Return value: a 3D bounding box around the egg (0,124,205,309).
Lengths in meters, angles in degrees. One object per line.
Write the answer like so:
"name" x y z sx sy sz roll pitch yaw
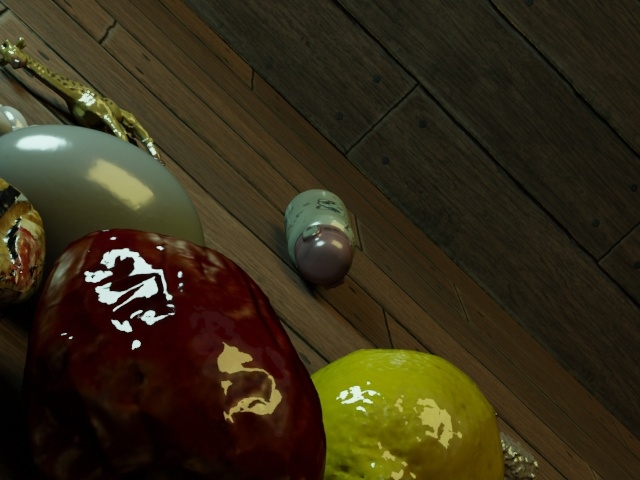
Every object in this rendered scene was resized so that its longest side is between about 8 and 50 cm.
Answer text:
"egg" -0.214 -0.012 1.219 0.232 0.176 0.176 33 16 -35

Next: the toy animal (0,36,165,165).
"toy animal" -0.310 -0.173 1.769 0.275 0.054 0.149 45 14 -18

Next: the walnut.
"walnut" -0.110 0.126 1.041 0.269 0.221 0.244 -100 178 -46

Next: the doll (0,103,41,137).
"doll" -0.321 -0.093 1.426 0.161 0.059 0.160 48 11 15

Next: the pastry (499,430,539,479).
"pastry" 0.220 0.305 1.861 0.265 0.112 0.103 43 0 -22

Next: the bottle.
"bottle" 0.000 0.000 2.142 0.110 0.110 0.233 43 11 -15

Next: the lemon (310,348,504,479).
"lemon" 0.063 0.216 1.286 0.236 0.236 0.263 53 11 33

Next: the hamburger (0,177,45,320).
"hamburger" -0.318 -0.013 1.036 0.231 0.107 0.231 40 15 -14
